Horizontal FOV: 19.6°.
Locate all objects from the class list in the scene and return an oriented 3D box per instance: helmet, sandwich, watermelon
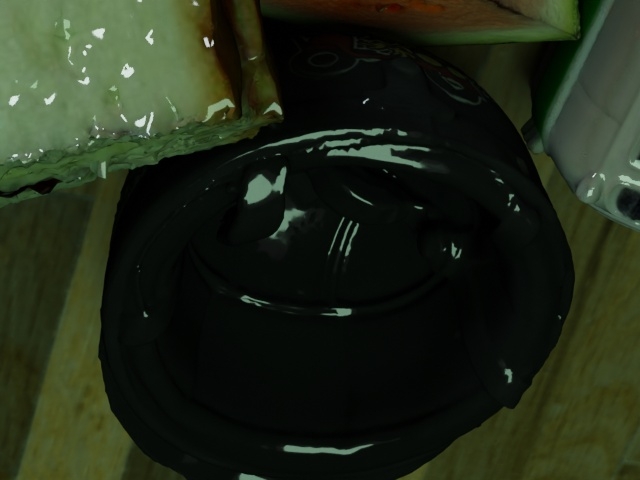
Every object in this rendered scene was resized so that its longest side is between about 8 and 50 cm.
[{"bbox_3d":[0.000,0.000,0.961,0.230,0.160,0.279,10,137,-16],"label":"helmet"},{"bbox_3d":[-0.198,-0.129,0.787,0.325,0.131,0.262,-13,83,-1],"label":"sandwich"},{"bbox_3d":[0.040,-0.179,0.893,0.193,0.137,0.145,5,84,-2],"label":"watermelon"}]

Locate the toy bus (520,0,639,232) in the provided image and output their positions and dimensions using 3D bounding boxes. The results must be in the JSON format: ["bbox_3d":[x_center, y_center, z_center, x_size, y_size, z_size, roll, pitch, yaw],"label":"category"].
[{"bbox_3d":[0.233,-0.142,0.917,0.179,0.143,0.305,14,121,-16],"label":"toy bus"}]
